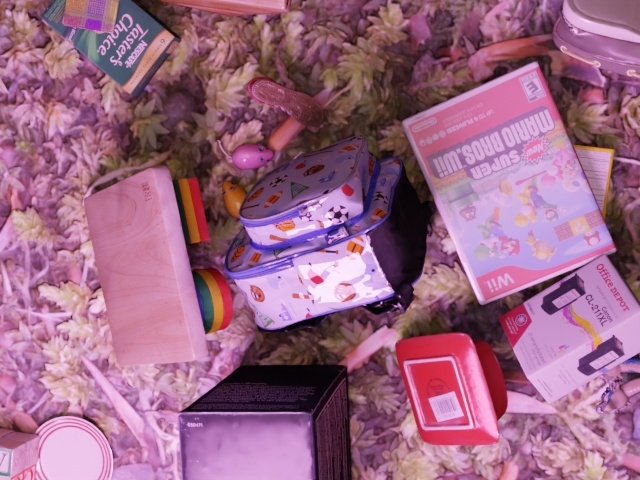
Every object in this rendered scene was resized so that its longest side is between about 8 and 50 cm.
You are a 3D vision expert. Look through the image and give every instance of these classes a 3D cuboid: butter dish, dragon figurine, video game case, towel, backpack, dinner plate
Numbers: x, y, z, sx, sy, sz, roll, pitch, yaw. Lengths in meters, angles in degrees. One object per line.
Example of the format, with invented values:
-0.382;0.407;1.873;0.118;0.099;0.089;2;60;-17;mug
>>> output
0.204;0.198;1.377;0.160;0.118;0.160;-16;90;51;butter dish
0.504;0.150;1.336;0.289;0.144;0.085;-26;91;-8;dragon figurine
0.261;-0.077;1.361;0.204;0.025;0.285;-23;94;12;video game case
-0.335;-0.337;1.425;0.083;0.009;0.060;11;94;7;towel
0.000;0.000;1.315;0.263;0.276;0.213;-28;104;22;backpack
-0.388;0.341;1.519;0.141;0.017;0.141;1;95;8;dinner plate

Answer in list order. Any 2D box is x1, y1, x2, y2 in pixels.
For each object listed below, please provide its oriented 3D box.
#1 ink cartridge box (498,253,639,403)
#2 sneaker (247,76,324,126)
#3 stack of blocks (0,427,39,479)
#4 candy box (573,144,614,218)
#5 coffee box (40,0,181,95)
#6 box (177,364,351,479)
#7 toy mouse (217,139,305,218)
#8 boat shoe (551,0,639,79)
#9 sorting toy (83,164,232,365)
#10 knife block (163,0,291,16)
0.349;0.118;1.326;0.175;0.127;0.072;-34;125;13;ink cartridge box
-0.052;-0.205;1.424;0.118;0.067;0.042;25;96;-24;sneaker
-0.590;0.328;1.504;0.297;0.087;0.171;8;95;11;stack of blocks
0.302;-0.089;1.380;0.206;0.027;0.105;8;99;8;candy box
-0.310;-0.314;1.449;0.184;0.040;0.113;42;99;4;coffee box
-0.063;0.342;1.330;0.182;0.294;0.296;-1;94;11;box
-0.086;-0.093;1.436;0.143;0.031;0.161;-28;89;9;toy mouse
0.463;-0.256;1.313;0.305;0.091;0.109;21;60;5;boat shoe
-0.223;0.039;1.375;0.089;0.257;0.255;-12;89;-35;sorting toy
-0.193;-0.372;1.322;0.242;0.275;0.088;6;97;-33;knife block
